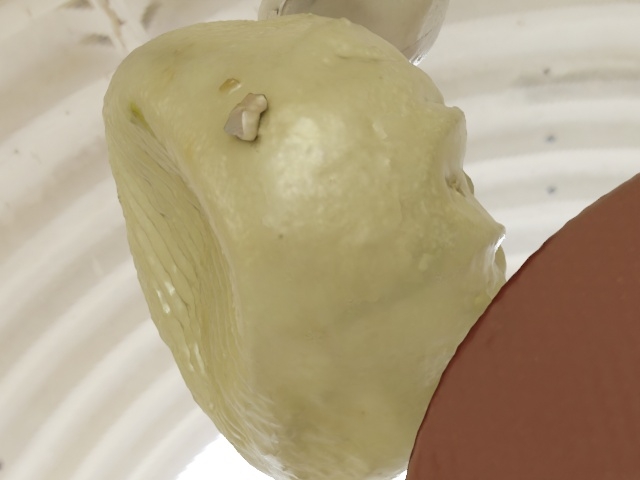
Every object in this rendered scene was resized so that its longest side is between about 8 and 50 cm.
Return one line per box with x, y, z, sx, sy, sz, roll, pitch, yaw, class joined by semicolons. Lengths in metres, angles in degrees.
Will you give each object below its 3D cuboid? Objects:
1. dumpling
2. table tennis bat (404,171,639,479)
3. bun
0.043;-0.268;1.248;0.341;0.181;0.260;-15;-40;-40;dumpling
0.203;0.038;0.358;0.414;0.268;0.051;-25;-48;21;table tennis bat
0.000;0.000;0.624;0.160;0.259;0.259;-17;-31;-20;bun
